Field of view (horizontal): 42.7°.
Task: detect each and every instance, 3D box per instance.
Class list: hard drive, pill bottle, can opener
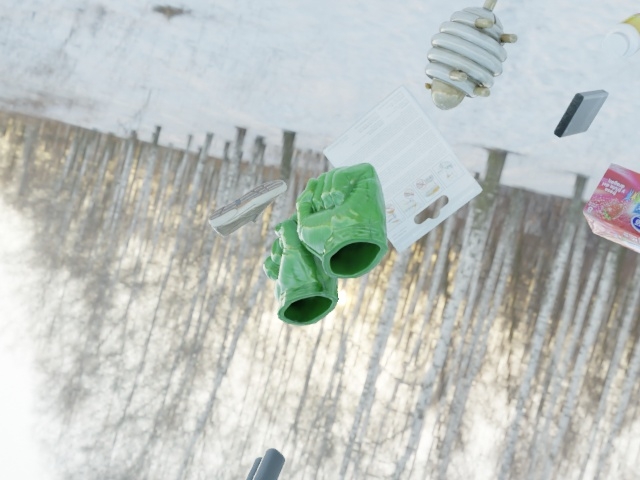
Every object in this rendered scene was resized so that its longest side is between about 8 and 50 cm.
[{"bbox_3d":[0.524,-0.256,1.643,0.022,0.094,0.135,40,-147,25],"label":"hard drive"},{"bbox_3d":[0.385,-0.254,1.024,0.043,0.043,0.083,18,-144,37],"label":"pill bottle"},{"bbox_3d":[-0.118,0.492,1.464,0.093,0.074,0.280,42,-151,-12],"label":"can opener"}]

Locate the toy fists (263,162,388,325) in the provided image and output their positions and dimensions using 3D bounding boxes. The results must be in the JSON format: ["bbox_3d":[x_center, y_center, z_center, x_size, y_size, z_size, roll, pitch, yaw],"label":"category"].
[{"bbox_3d":[0.000,0.000,1.129,0.096,0.142,0.279,12,145,-21],"label":"toy fists"}]

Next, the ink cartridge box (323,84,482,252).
[{"bbox_3d":[0.144,-0.126,1.443,0.232,0.189,0.066,53,-164,3],"label":"ink cartridge box"}]

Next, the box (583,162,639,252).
[{"bbox_3d":[0.668,-0.035,1.611,0.257,0.122,0.128,29,176,32],"label":"box"}]

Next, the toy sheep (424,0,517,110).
[{"bbox_3d":[0.154,-0.195,0.847,0.091,0.132,0.091,30,-176,-2],"label":"toy sheep"}]

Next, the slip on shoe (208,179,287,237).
[{"bbox_3d":[-0.108,-0.048,1.271,0.041,0.135,0.051,58,-172,-23],"label":"slip on shoe"}]
